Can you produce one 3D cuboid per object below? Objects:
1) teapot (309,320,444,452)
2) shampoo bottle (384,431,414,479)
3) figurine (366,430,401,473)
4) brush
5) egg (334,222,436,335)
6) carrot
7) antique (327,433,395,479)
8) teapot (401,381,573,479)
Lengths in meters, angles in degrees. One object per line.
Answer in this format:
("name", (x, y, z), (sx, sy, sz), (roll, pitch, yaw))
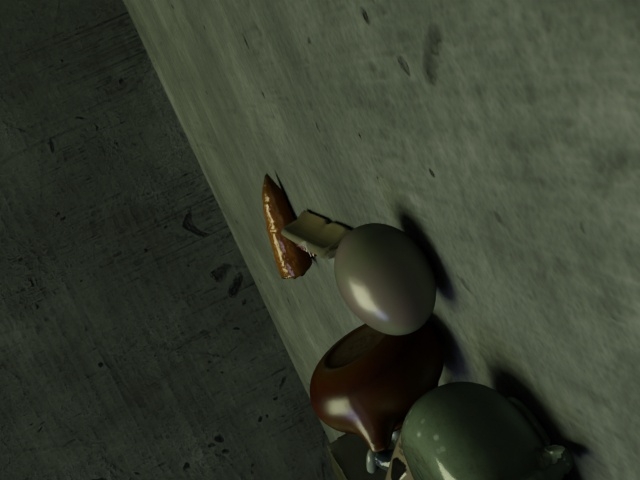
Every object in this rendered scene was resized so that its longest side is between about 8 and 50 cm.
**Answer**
("teapot", (0.083, 0.170, 1.130), (0.135, 0.178, 0.252), (60, -156, -13))
("shampoo bottle", (0.122, 0.335, 1.173), (0.127, 0.078, 0.257), (23, 102, 65))
("figurine", (0.157, 0.366, 1.322), (0.193, 0.140, 0.265), (-2, 105, 70))
("brush", (0.000, 0.000, 1.416), (0.050, 0.060, 0.321), (53, 173, -13))
("egg", (0.072, 0.042, 0.995), (0.135, 0.103, 0.103), (57, 168, 27))
("carrot", (-0.072, -0.031, 1.718), (0.072, 0.072, 0.205), (-139, 31, -67))
("antique", (0.114, 0.403, 1.583), (0.147, 0.152, 0.148), (55, 164, 36))
("teapot", (0.170, 0.233, 0.923), (0.193, 0.129, 0.294), (63, 168, 4))
